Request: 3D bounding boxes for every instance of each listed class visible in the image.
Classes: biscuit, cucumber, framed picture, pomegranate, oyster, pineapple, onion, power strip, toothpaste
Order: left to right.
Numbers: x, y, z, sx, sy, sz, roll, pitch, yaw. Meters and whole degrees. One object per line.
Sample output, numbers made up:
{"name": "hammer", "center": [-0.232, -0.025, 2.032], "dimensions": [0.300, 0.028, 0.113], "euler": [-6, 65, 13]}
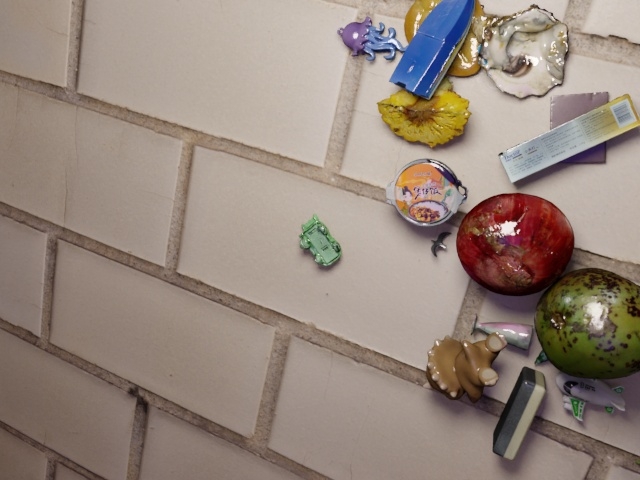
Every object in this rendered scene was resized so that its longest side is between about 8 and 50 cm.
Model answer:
{"name": "pineapple", "center": [0.291, -0.342, 1.402], "dimensions": [0.250, 0.164, 0.139], "euler": [7, 143, 24]}
{"name": "biscuit", "center": [0.331, -0.540, 1.362], "dimensions": [0.203, 0.041, 0.259], "euler": [-32, 87, 23]}
{"name": "onion", "center": [0.478, 0.013, 1.311], "dimensions": [0.277, 0.276, 0.275], "euler": [4, 103, 20]}
{"name": "power strip", "center": [0.549, 0.484, 1.466], "dimensions": [0.070, 0.105, 0.256], "euler": [22, 109, 15]}
{"name": "oyster", "center": [0.491, -0.457, 1.290], "dimensions": [0.214, 0.083, 0.222], "euler": [-6, 119, 15]}
{"name": "cucumber", "center": [0.640, 0.292, 1.428], "dimensions": [0.155, 0.037, 0.037], "euler": [-41, 86, 23]}
{"name": "toothpaste", "center": [0.597, -0.243, 1.284], "dimensions": [0.313, 0.071, 0.089], "euler": [-25, 94, 23]}
{"name": "framed picture", "center": [0.640, -0.278, 1.312], "dimensions": [0.128, 0.023, 0.168], "euler": [1, 102, 20]}
{"name": "pomegranate", "center": [0.710, 0.204, 1.284], "dimensions": [0.341, 0.285, 0.284], "euler": [5, 106, -14]}

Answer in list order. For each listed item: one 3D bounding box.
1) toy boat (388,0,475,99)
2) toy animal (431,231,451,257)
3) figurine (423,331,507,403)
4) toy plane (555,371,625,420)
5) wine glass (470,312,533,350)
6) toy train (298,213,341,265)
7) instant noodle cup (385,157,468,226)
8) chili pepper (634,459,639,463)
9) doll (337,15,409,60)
{"name": "toy boat", "center": [0.296, -0.500, 1.315], "dimensions": [0.129, 0.088, 0.295], "euler": [38, 102, 37]}
{"name": "toy animal", "center": [0.333, 0.009, 1.486], "dimensions": [0.028, 0.050, 0.084], "euler": [40, 75, -23]}
{"name": "figurine", "center": [0.376, 0.341, 1.449], "dimensions": [0.173, 0.247, 0.177], "euler": [20, 66, 8]}
{"name": "toy plane", "center": [0.714, 0.399, 1.400], "dimensions": [0.174, 0.080, 0.173], "euler": [5, 103, 22]}
{"name": "wine glass", "center": [0.497, 0.250, 1.452], "dimensions": [0.155, 0.073, 0.073], "euler": [12, 105, 17]}
{"name": "toy train", "center": [0.000, 0.000, 1.589], "dimensions": [0.099, 0.081, 0.149], "euler": [-40, 91, 23]}
{"name": "instant noodle cup", "center": [0.292, -0.135, 1.418], "dimensions": [0.208, 0.125, 0.177], "euler": [18, 108, 16]}
{"name": "chili pepper", "center": [0.902, 0.523, 1.364], "dimensions": [0.072, 0.073, 0.203], "euler": [14, 108, 3]}
{"name": "doll", "center": [0.141, -0.538, 1.423], "dimensions": [0.206, 0.067, 0.109], "euler": [22, 96, 12]}
